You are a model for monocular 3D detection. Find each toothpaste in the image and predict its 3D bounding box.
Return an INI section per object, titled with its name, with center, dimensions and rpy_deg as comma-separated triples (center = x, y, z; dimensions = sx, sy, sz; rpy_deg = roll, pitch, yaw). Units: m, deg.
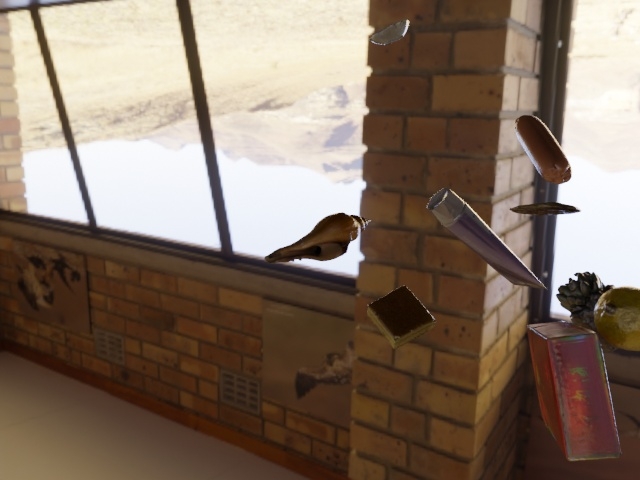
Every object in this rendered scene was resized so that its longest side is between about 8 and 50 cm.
[toothpaste]
center = 0.420, 0.014, 1.489
dimensions = 0.371, 0.080, 0.125
rpy_deg = 42, 166, -17

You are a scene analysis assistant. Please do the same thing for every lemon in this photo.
[lemon]
center = 0.521, 0.131, 0.984
dimensions = 0.133, 0.109, 0.109
rpy_deg = 16, -176, -31

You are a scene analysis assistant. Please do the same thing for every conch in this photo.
[conch]
center = -0.002, -0.001, 1.518
dimensions = 0.330, 0.109, 0.093
rpy_deg = -21, -162, -23

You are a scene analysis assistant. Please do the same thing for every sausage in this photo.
[sausage]
center = 0.624, -0.262, 1.650
dimensions = 0.086, 0.086, 0.289
rpy_deg = 0, -137, -6

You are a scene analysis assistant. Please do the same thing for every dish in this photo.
[dish]
center = 0.227, -0.657, 1.874
dimensions = 0.137, 0.039, 0.091
rpy_deg = -23, 180, 1

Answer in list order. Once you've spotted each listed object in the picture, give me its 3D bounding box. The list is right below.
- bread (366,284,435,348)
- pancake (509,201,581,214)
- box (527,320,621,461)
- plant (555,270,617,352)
[bread]
center = 0.144, 0.136, 1.054
dimensions = 0.090, 0.035, 0.094
rpy_deg = -24, -131, -17
[pancake]
center = 0.361, -0.049, 0.941
dimensions = 0.115, 0.011, 0.115
rpy_deg = 2, 176, 0
[box]
center = 0.451, 0.258, 1.075
dimensions = 0.089, 0.197, 0.313
rpy_deg = -10, 173, 13
[plant]
center = 0.660, 0.162, 1.388
dimensions = 0.129, 0.194, 0.132
rpy_deg = -39, 162, 17
